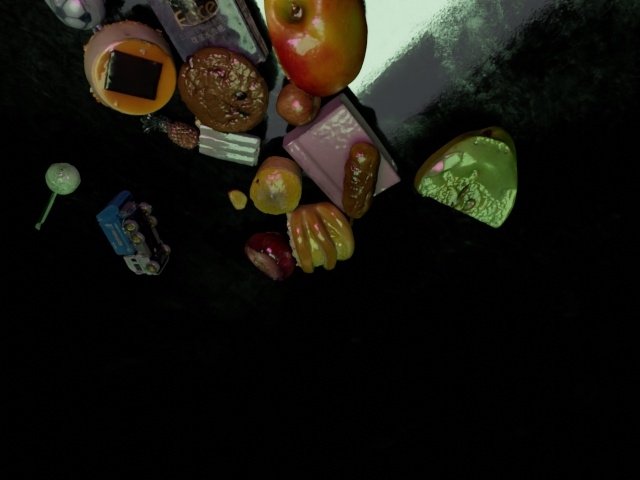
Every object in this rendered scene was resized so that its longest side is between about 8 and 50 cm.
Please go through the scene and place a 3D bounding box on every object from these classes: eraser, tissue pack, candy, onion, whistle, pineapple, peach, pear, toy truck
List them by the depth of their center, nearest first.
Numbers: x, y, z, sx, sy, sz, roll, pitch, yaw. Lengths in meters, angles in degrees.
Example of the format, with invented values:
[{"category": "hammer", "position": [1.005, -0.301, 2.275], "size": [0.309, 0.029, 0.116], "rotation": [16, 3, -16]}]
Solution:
[{"category": "peach", "position": [0.018, -0.582, 1.365], "size": [0.242, 0.380, 0.306], "rotation": [-13, 101, 15]}, {"category": "whistle", "position": [-0.733, -0.729, 1.388], "size": [0.163, 0.163, 0.290], "rotation": [-20, 126, 19]}, {"category": "tissue pack", "position": [-0.343, -0.672, 1.430], "size": [0.259, 0.122, 0.361], "rotation": [-14, 129, 18]}, {"category": "pear", "position": [0.533, -0.253, 1.651], "size": [0.342, 0.238, 0.318], "rotation": [24, 115, -8]}, {"category": "pineapple", "position": [-0.523, -0.388, 1.682], "size": [0.221, 0.103, 0.083], "rotation": [24, 139, -16]}, {"category": "eraser", "position": [0.082, -0.300, 1.704], "size": [0.272, 0.122, 0.359], "rotation": [-32, 121, 24]}, {"category": "peach", "position": [-0.335, -0.166, 1.881], "size": [0.083, 0.050, 0.077], "rotation": [20, 105, -24]}, {"category": "candy", "position": [-1.089, -0.166, 1.921], "size": [0.119, 0.119, 0.440], "rotation": [35, 132, -22]}, {"category": "toy truck", "position": [-0.768, -0.025, 1.971], "size": [0.175, 0.146, 0.367], "rotation": [-3, 126, 16]}, {"category": "onion", "position": [-0.203, 0.061, 1.977], "size": [0.161, 0.248, 0.248], "rotation": [-34, 129, -18]}]

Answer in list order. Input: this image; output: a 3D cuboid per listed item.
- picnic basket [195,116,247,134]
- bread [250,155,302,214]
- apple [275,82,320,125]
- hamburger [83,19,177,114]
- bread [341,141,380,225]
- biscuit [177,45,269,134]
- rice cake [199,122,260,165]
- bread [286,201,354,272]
[{"category": "picnic basket", "position": [-0.346, -0.406, 1.670], "size": [0.115, 0.079, 0.164], "rotation": [-27, 123, 22]}, {"category": "bread", "position": [-0.160, -0.206, 1.760], "size": [0.197, 0.170, 0.197], "rotation": [2, 131, 3]}, {"category": "apple", "position": [-0.075, -0.453, 1.574], "size": [0.131, 0.146, 0.146], "rotation": [11, 132, 22]}, {"category": "hamburger", "position": [-0.594, -0.535, 1.493], "size": [0.276, 0.179, 0.294], "rotation": [0, 126, -36]}, {"category": "bread", "position": [0.136, -0.184, 1.664], "size": [0.124, 0.084, 0.344], "rotation": [5, 129, -2]}, {"category": "biscuit", "position": [-0.303, -0.460, 1.490], "size": [0.296, 0.075, 0.296], "rotation": [3, 137, 2]}, {"category": "rice cake", "position": [-0.315, -0.333, 1.651], "size": [0.211, 0.038, 0.124], "rotation": [9, 128, -6]}, {"category": "bread", "position": [0.000, 0.000, 1.877], "size": [0.270, 0.211, 0.316], "rotation": [-1, 141, 6]}]
